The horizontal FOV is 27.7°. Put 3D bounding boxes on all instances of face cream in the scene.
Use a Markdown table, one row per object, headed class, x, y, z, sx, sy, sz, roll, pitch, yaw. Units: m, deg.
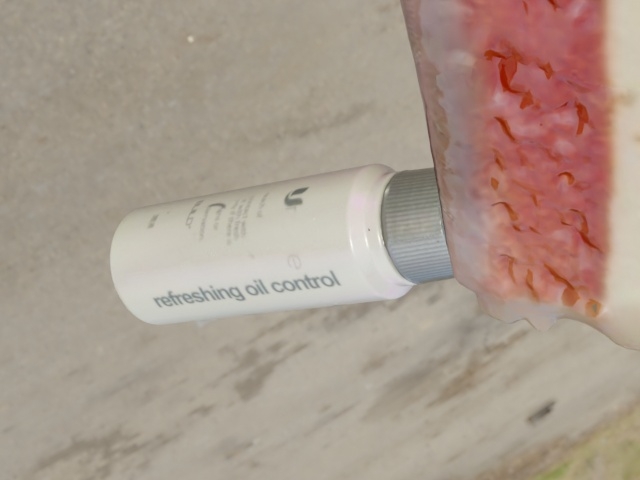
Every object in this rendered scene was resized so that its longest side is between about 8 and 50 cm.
| class | x | y | z | sx | sy | sz | roll | pitch | yaw |
| --- | --- | --- | --- | --- | --- | --- | --- | --- | --- |
| face cream | 0.000 | 0.000 | 0.863 | 0.311 | 0.092 | 0.092 | -9 | 175 | 34 |

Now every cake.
| class | x | y | z | sx | sy | sz | roll | pitch | yaw |
| --- | --- | --- | --- | --- | --- | --- | --- | --- | --- |
| cake | 0.174 | -0.117 | 0.551 | 0.230 | 0.237 | 0.308 | -53 | 142 | -33 |
